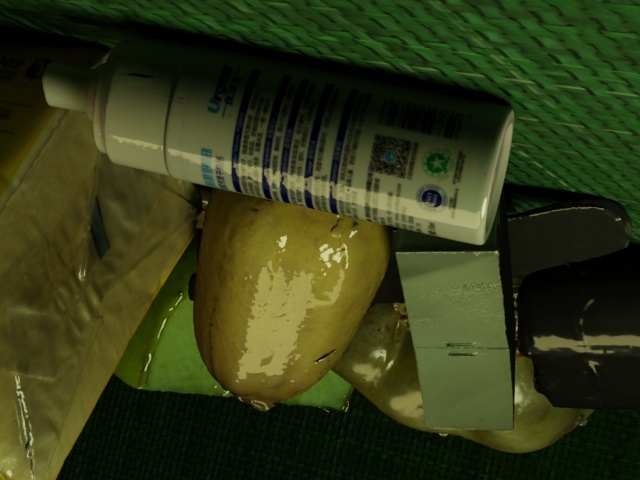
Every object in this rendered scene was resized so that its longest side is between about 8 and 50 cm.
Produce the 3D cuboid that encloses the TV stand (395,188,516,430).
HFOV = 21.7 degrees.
[{"bbox_3d":[0.115,0.052,1.351,0.083,0.088,0.269,0,146,11],"label":"TV stand"}]

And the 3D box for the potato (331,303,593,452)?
[{"bbox_3d":[0.148,0.109,1.830,0.351,0.218,0.202,12,147,8],"label":"potato"}]

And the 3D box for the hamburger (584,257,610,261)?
[{"bbox_3d":[0.295,0.054,1.677,0.140,0.062,0.133,8,173,28],"label":"hamburger"}]

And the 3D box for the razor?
[{"bbox_3d":[0.349,0.094,1.524,0.327,0.107,0.189,4,148,20],"label":"razor"}]

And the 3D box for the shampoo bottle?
[{"bbox_3d":[-0.033,-0.071,1.070,0.303,0.092,0.092,12,174,11],"label":"shampoo bottle"}]

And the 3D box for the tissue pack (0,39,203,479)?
[{"bbox_3d":[-0.328,-0.001,1.268,0.382,0.293,0.228,8,146,30],"label":"tissue pack"}]

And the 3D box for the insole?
[{"bbox_3d":[0.104,0.009,1.377,0.309,0.012,0.110,-12,140,26],"label":"insole"}]

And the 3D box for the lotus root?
[{"bbox_3d":[-0.024,0.017,1.314,0.146,0.131,0.303,10,134,-8],"label":"lotus root"}]

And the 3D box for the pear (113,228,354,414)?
[{"bbox_3d":[-0.142,0.079,2.201,0.342,0.238,0.318,11,-171,-36],"label":"pear"}]

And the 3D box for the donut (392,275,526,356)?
[{"bbox_3d":[0.149,0.058,1.654,0.175,0.068,0.174,11,133,12],"label":"donut"}]

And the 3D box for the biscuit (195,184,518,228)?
[{"bbox_3d":[-0.035,-0.039,1.459,0.426,0.078,0.144,13,173,-5],"label":"biscuit"}]

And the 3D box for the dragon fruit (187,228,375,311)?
[{"bbox_3d":[0.000,0.000,1.608,0.212,0.134,0.262,-4,-162,12],"label":"dragon fruit"}]
